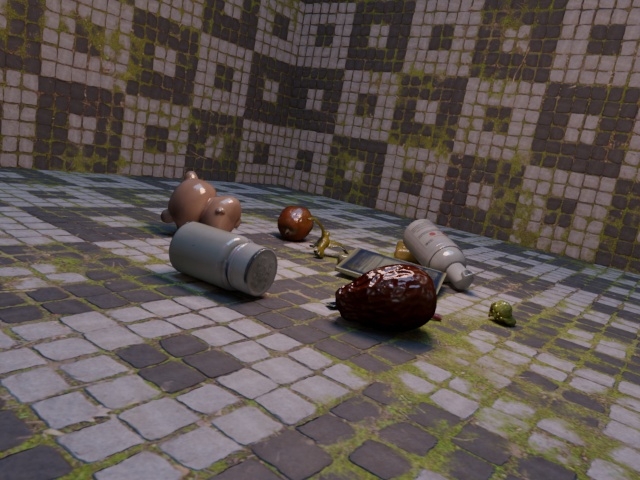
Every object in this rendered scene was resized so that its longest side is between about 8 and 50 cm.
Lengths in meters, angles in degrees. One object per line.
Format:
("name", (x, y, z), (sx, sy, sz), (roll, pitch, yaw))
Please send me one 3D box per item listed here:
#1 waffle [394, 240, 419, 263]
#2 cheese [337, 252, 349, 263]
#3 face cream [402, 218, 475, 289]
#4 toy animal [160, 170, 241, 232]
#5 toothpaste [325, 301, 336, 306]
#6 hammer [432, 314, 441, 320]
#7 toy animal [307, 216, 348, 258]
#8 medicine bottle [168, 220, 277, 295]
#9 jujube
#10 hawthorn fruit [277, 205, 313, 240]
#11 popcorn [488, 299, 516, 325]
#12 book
("waffle", (0.430, 0.060, 2.054), (0.248, 0.055, 0.221), (11, 11, 8))
("cheese", (0.154, 0.079, 1.727), (0.194, 0.043, 0.065), (11, 13, 10))
("face cream", (0.431, 0.065, 1.774), (0.146, 0.145, 0.369), (6, 27, -20))
("toy animal", (-0.406, -0.099, 1.750), (0.221, 0.209, 0.229), (13, -27, 40))
("toothpaste", (0.082, 0.164, 1.273), (0.140, 0.020, 0.037), (3, 5, -24))
("hammer", (0.277, 0.192, 1.297), (0.083, 0.031, 0.052), (20, 13, -3))
("toy animal", (0.000, 0.000, 1.829), (0.219, 0.095, 0.155), (47, -3, -20))
("medicine bottle", (-0.246, 0.046, 1.257), (0.258, 0.143, 0.143), (15, 11, 29))
("jujube", (0.153, 0.137, 1.169), (0.237, 0.167, 0.168), (-7, 11, -1))
("hawthorn fruit", (-0.117, -0.057, 2.014), (0.149, 0.149, 0.189), (17, 48, 35))
("popcorn", (0.504, 0.202, 1.373), (0.060, 0.068, 0.083), (-24, 67, -31))
("book", (0.233, 0.102, 1.613), (0.323, 0.018, 0.228), (16, 21, 19))
